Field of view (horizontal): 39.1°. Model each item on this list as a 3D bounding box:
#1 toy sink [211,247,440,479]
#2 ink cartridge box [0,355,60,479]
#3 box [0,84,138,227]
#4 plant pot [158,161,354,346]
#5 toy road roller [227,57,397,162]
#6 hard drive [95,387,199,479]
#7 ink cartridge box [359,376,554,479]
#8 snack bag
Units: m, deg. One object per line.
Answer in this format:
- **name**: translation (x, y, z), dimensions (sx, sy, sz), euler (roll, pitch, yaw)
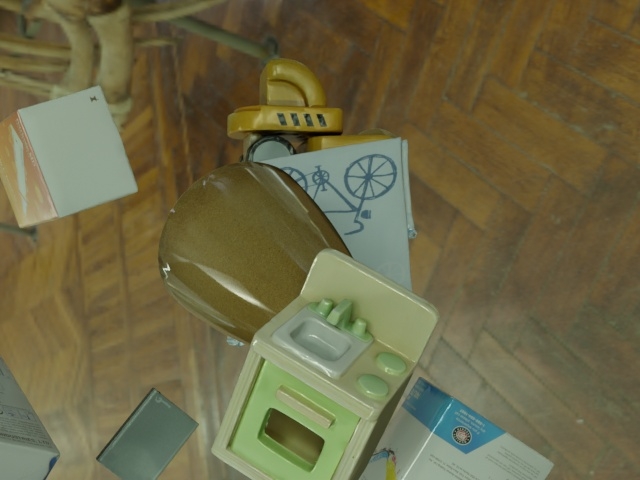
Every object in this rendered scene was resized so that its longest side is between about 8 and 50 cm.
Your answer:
- **toy sink**: translation (0.003, 0.153, 0.958), dimensions (0.153, 0.131, 0.234), euler (30, 117, 13)
- **ink cartridge box**: translation (-0.561, 0.208, 1.223), dimensions (0.151, 0.270, 0.395), euler (-55, 46, 6)
- **box**: translation (-0.529, -0.158, 1.812), dimensions (0.345, 0.168, 0.215), euler (-5, 106, 60)
- **plant pot**: translation (-0.053, 0.050, 1.162), dimensions (0.254, 0.237, 0.237), euler (38, 120, 51)
- **toy road roller**: translation (-0.012, -0.214, 1.715), dimensions (0.202, 0.329, 0.241), euler (177, 93, -79)
- **hard drive**: translation (-0.263, 0.306, 1.379), dimensions (0.135, 0.094, 0.022), euler (-52, 21, -15)
- **ink cartridge box**: translation (0.185, 0.391, 1.417), dimensions (0.270, 0.198, 0.197), euler (-56, 7, -4)
- **snack bag**: translation (0.000, 0.000, 1.489), dimensions (0.323, 0.037, 0.342), euler (-9, 64, 12)
